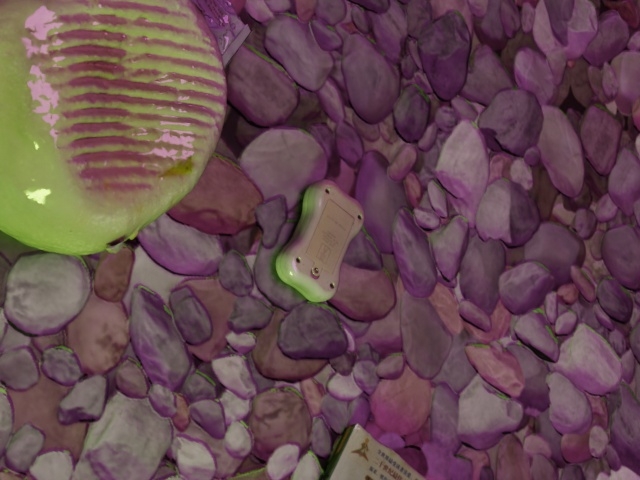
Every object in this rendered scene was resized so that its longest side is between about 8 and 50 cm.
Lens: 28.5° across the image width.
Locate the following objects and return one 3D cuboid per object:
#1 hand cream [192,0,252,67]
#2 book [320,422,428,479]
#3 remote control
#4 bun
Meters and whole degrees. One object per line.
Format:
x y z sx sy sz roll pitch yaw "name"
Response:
-0.162 -0.265 1.203 0.257 0.050 0.084 45 54 -27 "hand cream"
0.038 0.354 1.248 0.201 0.026 0.289 41 59 -22 "book"
0.000 0.000 1.285 0.074 0.032 0.122 39 60 -27 "remote control"
-0.211 -0.117 1.063 0.259 0.160 0.259 -6 98 -49 "bun"
